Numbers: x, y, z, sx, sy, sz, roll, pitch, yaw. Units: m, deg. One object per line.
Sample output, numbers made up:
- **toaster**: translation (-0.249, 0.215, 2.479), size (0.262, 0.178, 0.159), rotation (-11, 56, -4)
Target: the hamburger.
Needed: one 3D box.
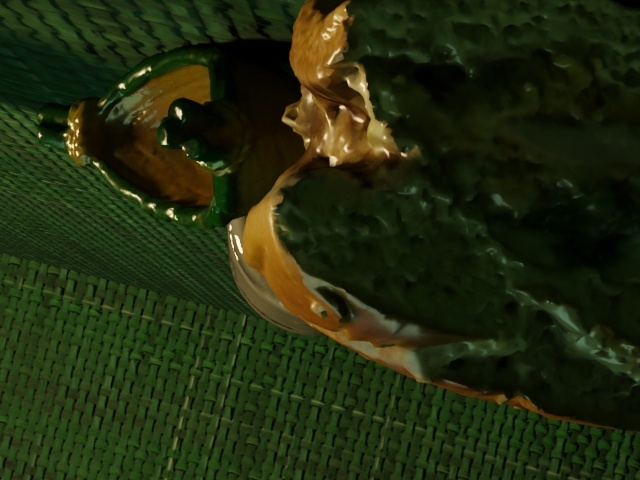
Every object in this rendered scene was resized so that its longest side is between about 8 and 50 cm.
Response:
- **hamburger**: translation (0.095, -0.004, 0.663), size (0.283, 0.144, 0.156), rotation (15, 174, -23)

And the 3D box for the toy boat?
- **toy boat**: translation (-0.070, -0.050, 0.865), size (0.088, 0.089, 0.229), rotation (2, -178, -23)

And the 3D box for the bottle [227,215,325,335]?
- **bottle**: translation (0.000, 0.000, 1.047), size (0.110, 0.110, 0.233), rotation (15, 174, -1)
